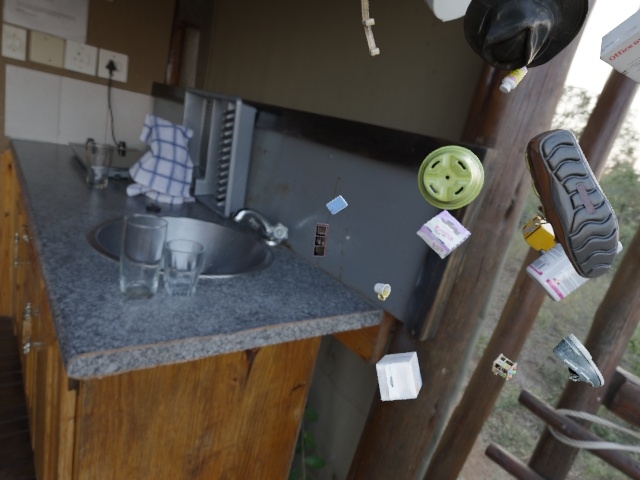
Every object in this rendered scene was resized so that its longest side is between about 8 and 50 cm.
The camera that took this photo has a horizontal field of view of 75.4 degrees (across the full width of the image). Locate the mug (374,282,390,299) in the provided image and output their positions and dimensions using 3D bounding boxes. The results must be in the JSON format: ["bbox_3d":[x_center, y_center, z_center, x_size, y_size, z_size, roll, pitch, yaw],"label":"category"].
[{"bbox_3d":[0.289,0.241,1.984,0.064,0.078,0.062,15,-7,44],"label":"mug"}]

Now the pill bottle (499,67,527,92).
[{"bbox_3d":[0.581,-0.490,1.253,0.043,0.083,0.043,38,1,-1],"label":"pill bottle"}]

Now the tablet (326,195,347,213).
[{"bbox_3d":[0.070,-0.153,1.788,0.054,0.083,0.006,52,31,-11],"label":"tablet"}]

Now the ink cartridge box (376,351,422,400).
[{"bbox_3d":[0.204,0.351,1.072,0.089,0.092,0.143,-12,-7,18],"label":"ink cartridge box"}]

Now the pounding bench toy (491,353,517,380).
[{"bbox_3d":[0.642,0.453,1.443,0.052,0.083,0.065,-33,43,-25],"label":"pounding bench toy"}]

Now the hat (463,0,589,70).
[{"bbox_3d":[0.538,-0.572,1.144,0.331,0.134,0.331,25,-21,10],"label":"hat"}]

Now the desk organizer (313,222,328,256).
[{"bbox_3d":[0.000,0.000,1.650,0.047,0.131,0.050,7,10,6],"label":"desk organizer"}]

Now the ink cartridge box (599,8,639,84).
[{"bbox_3d":[1.107,-0.632,1.358,0.272,0.115,0.198,23,-21,-12],"label":"ink cartridge box"}]

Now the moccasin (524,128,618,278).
[{"bbox_3d":[0.613,-0.087,1.035,0.139,0.380,0.147,-29,1,7],"label":"moccasin"}]

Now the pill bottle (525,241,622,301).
[{"bbox_3d":[0.911,0.076,1.495,0.160,0.283,0.160,45,13,-14],"label":"pill bottle"}]

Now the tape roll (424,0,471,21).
[{"bbox_3d":[0.516,-0.909,1.358,0.391,0.392,0.072,-11,66,-56],"label":"tape roll"}]

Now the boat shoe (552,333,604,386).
[{"bbox_3d":[0.952,0.463,1.537,0.319,0.099,0.116,46,13,-32],"label":"boat shoe"}]

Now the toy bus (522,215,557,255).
[{"bbox_3d":[1.111,0.031,1.928,0.332,0.108,0.130,30,38,-9],"label":"toy bus"}]

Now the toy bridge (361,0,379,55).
[{"bbox_3d":[0.141,-0.644,1.222,0.026,0.188,0.063,-15,31,1],"label":"toy bridge"}]

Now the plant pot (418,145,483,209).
[{"bbox_3d":[0.526,-0.256,1.696,0.275,0.277,0.254,18,14,16],"label":"plant pot"}]

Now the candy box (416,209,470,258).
[{"bbox_3d":[0.557,-0.031,1.869,0.196,0.070,0.165,-29,69,-40],"label":"candy box"}]
